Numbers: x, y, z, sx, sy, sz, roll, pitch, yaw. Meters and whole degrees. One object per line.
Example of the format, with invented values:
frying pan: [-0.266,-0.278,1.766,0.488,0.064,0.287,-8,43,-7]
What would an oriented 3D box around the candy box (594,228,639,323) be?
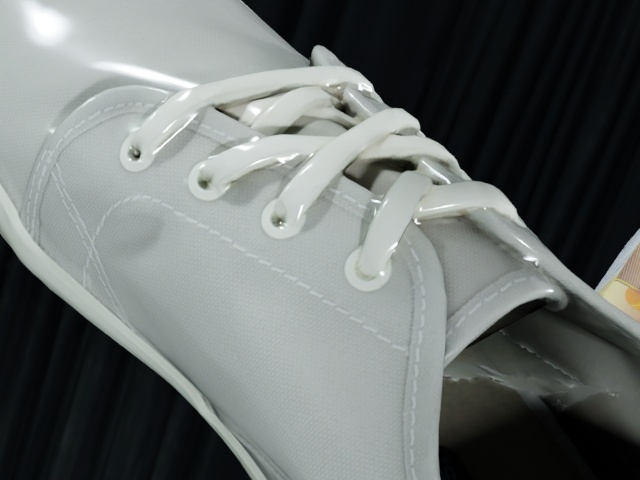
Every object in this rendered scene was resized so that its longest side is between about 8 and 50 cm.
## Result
candy box: [0.350,0.105,1.271,0.183,0.087,0.316,40,43,6]

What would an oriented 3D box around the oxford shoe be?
oxford shoe: [0.000,0.000,0.455,0.169,0.130,0.449,-23,64,-34]
